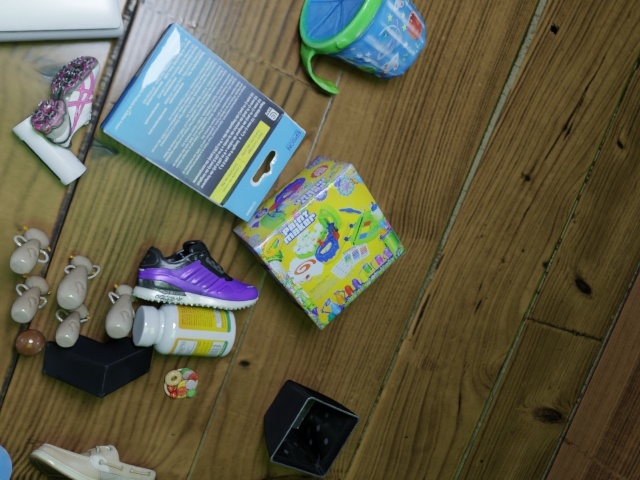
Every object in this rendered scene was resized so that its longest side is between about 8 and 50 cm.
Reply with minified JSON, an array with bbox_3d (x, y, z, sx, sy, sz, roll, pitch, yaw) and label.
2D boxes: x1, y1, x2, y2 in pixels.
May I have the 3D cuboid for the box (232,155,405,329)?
[{"bbox_3d":[0.000,0.000,1.194,0.290,0.177,0.279,-41,119,-10],"label":"box"}]

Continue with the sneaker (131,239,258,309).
[{"bbox_3d":[-0.266,0.075,1.126,0.293,0.102,0.146,11,86,-34],"label":"sneaker"}]

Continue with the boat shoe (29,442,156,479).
[{"bbox_3d":[-0.516,0.526,1.139,0.302,0.109,0.098,42,44,-29],"label":"boat shoe"}]

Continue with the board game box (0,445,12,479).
[{"bbox_3d":[-0.751,0.488,1.039,0.168,0.033,0.133,-2,100,-32],"label":"board game box"}]

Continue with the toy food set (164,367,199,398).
[{"bbox_3d":[-0.342,0.353,1.213,0.082,0.020,0.083,-3,106,-26],"label":"toy food set"}]

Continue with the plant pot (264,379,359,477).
[{"bbox_3d":[-0.044,0.483,1.319,0.187,0.167,0.188,33,89,-31],"label":"plant pot"}]

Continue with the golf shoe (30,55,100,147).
[{"bbox_3d":[-0.471,-0.266,0.937,0.086,0.067,0.186,61,47,-62],"label":"golf shoe"}]

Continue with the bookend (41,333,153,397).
[{"bbox_3d":[-0.481,0.256,1.073,0.157,0.156,0.073,16,100,15],"label":"bookend"}]

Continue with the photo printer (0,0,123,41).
[{"bbox_3d":[-0.518,-0.474,0.831,0.307,0.107,0.256,-12,110,-24],"label":"photo printer"}]

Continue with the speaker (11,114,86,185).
[{"bbox_3d":[-0.521,-0.175,0.948,0.055,0.055,0.136,-41,119,-11],"label":"speaker"}]

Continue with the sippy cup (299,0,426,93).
[{"bbox_3d":[0.110,-0.482,1.096,0.224,0.305,0.240,20,66,-41],"label":"sippy cup"}]

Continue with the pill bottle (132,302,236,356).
[{"bbox_3d":[-0.310,0.203,1.122,0.208,0.117,0.118,12,99,-34],"label":"pill bottle"}]

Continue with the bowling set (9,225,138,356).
[{"bbox_3d":[-0.540,0.121,0.996,0.199,0.154,0.287,-36,121,7],"label":"bowling set"}]

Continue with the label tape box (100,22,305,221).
[{"bbox_3d":[-0.238,-0.237,1.044,0.347,0.115,0.249,34,88,-33],"label":"label tape box"}]
